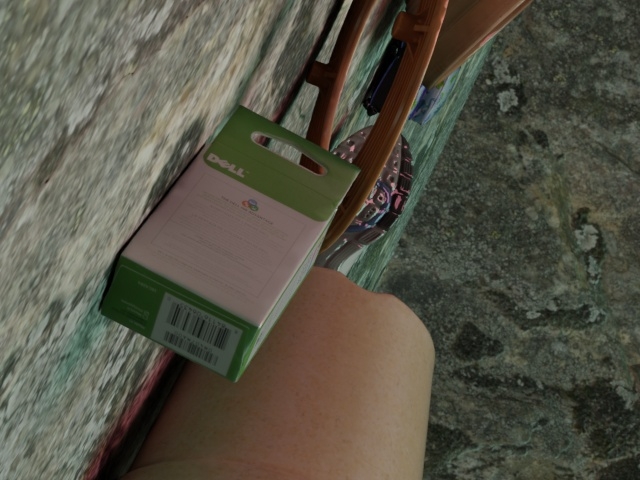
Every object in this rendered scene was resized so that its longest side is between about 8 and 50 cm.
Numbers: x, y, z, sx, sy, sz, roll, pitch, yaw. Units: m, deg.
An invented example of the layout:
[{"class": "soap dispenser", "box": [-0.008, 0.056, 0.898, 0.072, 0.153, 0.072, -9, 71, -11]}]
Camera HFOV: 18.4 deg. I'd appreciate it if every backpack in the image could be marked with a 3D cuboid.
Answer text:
[{"class": "backpack", "box": [0.114, -0.191, 2.317, 0.105, 0.084, 0.114, -63, 178, 24]}]

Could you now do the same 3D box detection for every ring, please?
[{"class": "ring", "box": [0.036, -0.150, 1.609, 0.336, 0.032, 0.337, -160, -90, -79]}]

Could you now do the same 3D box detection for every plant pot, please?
[{"class": "plant pot", "box": [-0.029, 0.205, 1.844, 0.334, 0.333, 0.305, 109, -1, -56]}, {"class": "plant pot", "box": [0.167, -0.276, 2.090, 0.237, 0.110, 0.237, -42, 179, -1]}]

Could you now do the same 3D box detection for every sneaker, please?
[{"class": "sneaker", "box": [0.000, 0.000, 2.203, 0.297, 0.111, 0.129, -59, -170, -2]}]

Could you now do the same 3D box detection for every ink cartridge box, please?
[{"class": "ink cartridge box", "box": [-0.061, -0.001, 1.421, 0.209, 0.109, 0.062, -57, 173, -50]}]
